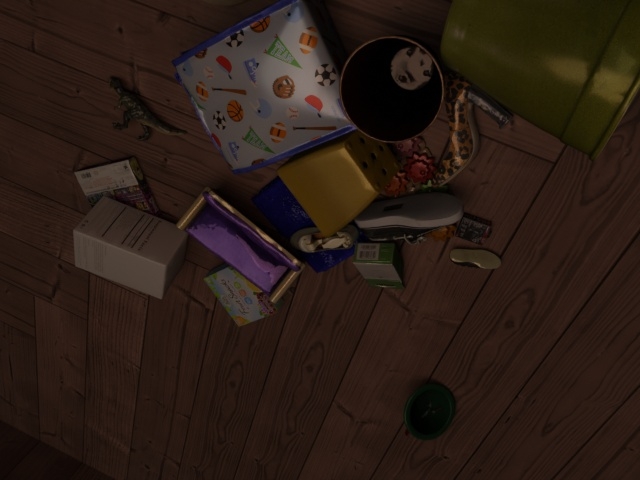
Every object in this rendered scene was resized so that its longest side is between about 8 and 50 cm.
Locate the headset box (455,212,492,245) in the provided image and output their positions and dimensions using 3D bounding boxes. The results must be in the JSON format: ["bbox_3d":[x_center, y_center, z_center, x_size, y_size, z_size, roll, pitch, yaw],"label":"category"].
[{"bbox_3d":[0.402,-0.029,1.389,0.083,0.032,0.062,19,124,9],"label":"headset box"}]

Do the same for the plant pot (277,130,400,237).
[{"bbox_3d":[0.064,-0.168,1.301,0.187,0.212,0.212,-25,106,45],"label":"plant pot"}]

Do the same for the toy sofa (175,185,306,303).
[{"bbox_3d":[-0.225,0.013,1.534,0.362,0.177,0.150,39,92,-5],"label":"toy sofa"}]

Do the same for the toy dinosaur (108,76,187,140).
[{"bbox_3d":[-0.526,-0.351,1.540,0.268,0.064,0.118,38,118,-7],"label":"toy dinosaur"}]

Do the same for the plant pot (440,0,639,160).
[{"bbox_3d":[0.434,-0.389,1.008,0.353,0.366,0.366,28,125,18],"label":"plant pot"}]

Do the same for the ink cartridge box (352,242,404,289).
[{"bbox_3d":[0.170,0.073,1.491,0.109,0.062,0.209,1,157,20],"label":"ink cartridge box"}]

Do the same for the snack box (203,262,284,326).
[{"bbox_3d":[-0.246,0.160,1.719,0.175,0.070,0.207,-23,107,29],"label":"snack box"}]

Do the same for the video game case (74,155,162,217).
[{"bbox_3d":[-0.647,-0.149,1.709,0.232,0.042,0.210,-8,116,24],"label":"video game case"}]

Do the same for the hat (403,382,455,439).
[{"bbox_3d":[0.317,0.547,1.758,0.173,0.183,0.208,38,83,-11],"label":"hat"}]

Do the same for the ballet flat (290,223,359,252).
[{"bbox_3d":[0.000,0.000,1.450,0.213,0.068,0.072,-9,117,27],"label":"ballet flat"}]

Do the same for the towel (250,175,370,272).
[{"bbox_3d":[-0.030,-0.058,1.509,0.228,0.076,0.308,-35,102,32],"label":"towel"}]

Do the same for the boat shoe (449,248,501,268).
[{"bbox_3d":[0.412,0.050,1.426,0.133,0.042,0.048,8,79,13],"label":"boat shoe"}]

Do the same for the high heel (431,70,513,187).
[{"bbox_3d":[0.301,-0.262,1.272,0.186,0.093,0.261,43,126,6],"label":"high heel"}]

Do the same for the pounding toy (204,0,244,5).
[{"bbox_3d":[-0.226,-0.663,1.209,0.183,0.110,0.237,-8,158,-7],"label":"pounding toy"}]

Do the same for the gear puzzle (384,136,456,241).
[{"bbox_3d":[0.240,-0.128,1.385,0.176,0.044,0.339,-24,108,30],"label":"gear puzzle"}]

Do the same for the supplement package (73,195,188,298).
[{"bbox_3d":[-0.587,0.023,1.670,0.293,0.175,0.177,22,134,-2],"label":"supplement package"}]

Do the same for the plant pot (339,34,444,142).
[{"bbox_3d":[0.178,-0.354,1.165,0.215,0.230,0.215,11,123,17],"label":"plant pot"}]

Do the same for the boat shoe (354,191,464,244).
[{"bbox_3d":[0.228,-0.042,1.357,0.306,0.113,0.105,-7,128,37],"label":"boat shoe"}]

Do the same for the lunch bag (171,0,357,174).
[{"bbox_3d":[-0.125,-0.366,1.276,0.386,0.239,0.327,-20,111,21],"label":"lunch bag"}]
